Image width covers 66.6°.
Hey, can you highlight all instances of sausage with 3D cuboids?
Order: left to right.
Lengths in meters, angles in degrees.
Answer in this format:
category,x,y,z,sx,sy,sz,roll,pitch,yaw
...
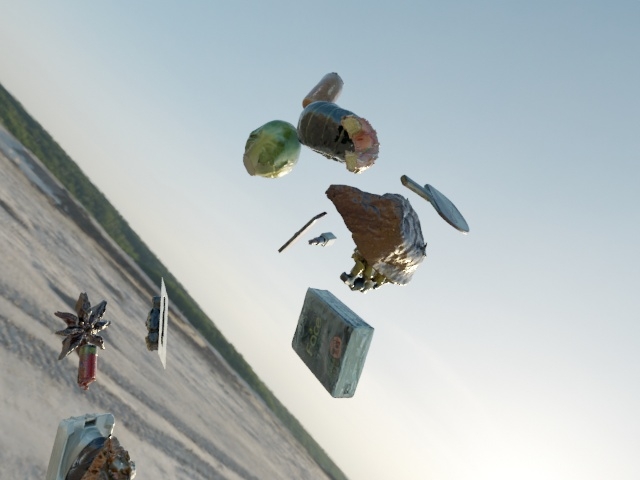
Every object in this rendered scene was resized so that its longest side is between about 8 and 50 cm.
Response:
category,x,y,z,sx,sy,sz,roll,pitch,yaw
sausage,0.014,-0.537,1.806,0.109,0.270,0.108,14,-47,15

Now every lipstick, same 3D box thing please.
category,x,y,z,sx,sy,sz,roll,pitch,yaw
lipstick,0.000,0.000,1.104,0.025,0.025,0.107,43,23,17

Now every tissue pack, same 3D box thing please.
category,x,y,z,sx,sy,sz,roll,pitch,yaw
tissue pack,0.030,0.303,1.495,0.103,0.227,0.316,12,11,-29

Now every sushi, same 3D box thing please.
category,x,y,z,sx,sy,sz,roll,pitch,yaw
sushi,-0.463,0.235,1.360,0.192,0.051,0.215,113,-26,-61
sushi,0.120,0.000,0.999,0.296,0.179,0.166,33,42,-60

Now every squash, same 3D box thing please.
category,x,y,z,sx,sy,sz,roll,pitch,yaw
squash,0.050,-0.333,1.531,0.252,0.165,0.252,27,10,-6

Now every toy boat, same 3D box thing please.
category,x,y,z,sx,sy,sz,roll,pitch,yaw
toy boat,-0.507,0.514,1.043,0.141,0.141,0.269,139,-50,-73

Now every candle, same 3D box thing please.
category,x,y,z,sx,sy,sz,roll,pitch,yaw
candle,-0.686,0.375,1.435,0.052,0.052,0.130,79,0,-61

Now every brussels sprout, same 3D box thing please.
category,x,y,z,sx,sy,sz,roll,pitch,yaw
brussels sprout,-0.182,-0.345,1.866,0.244,0.244,0.244,41,-18,16

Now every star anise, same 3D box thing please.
category,x,y,z,sx,sy,sz,roll,pitch,yaw
star anise,-0.896,0.334,1.840,0.088,0.288,0.288,-2,-41,25

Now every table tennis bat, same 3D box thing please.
category,x,y,z,sx,sy,sz,roll,pitch,yaw
table tennis bat,0.337,-0.113,1.425,0.301,0.022,0.173,28,33,-34

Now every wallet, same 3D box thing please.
category,x,y,z,sx,sy,sz,roll,pitch,yaw
wallet,-0.072,-0.034,1.983,0.232,0.119,0.025,-42,-96,30

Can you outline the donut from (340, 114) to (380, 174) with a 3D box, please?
category,x,y,z,sx,sy,sz,roll,pitch,yaw
donut,0.118,-0.264,1.343,0.065,0.117,0.165,-12,-99,51

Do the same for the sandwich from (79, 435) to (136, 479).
category,x,y,z,sx,sy,sz,roll,pitch,yaw
sandwich,-0.379,0.449,0.850,0.109,0.159,0.185,34,-18,-7
